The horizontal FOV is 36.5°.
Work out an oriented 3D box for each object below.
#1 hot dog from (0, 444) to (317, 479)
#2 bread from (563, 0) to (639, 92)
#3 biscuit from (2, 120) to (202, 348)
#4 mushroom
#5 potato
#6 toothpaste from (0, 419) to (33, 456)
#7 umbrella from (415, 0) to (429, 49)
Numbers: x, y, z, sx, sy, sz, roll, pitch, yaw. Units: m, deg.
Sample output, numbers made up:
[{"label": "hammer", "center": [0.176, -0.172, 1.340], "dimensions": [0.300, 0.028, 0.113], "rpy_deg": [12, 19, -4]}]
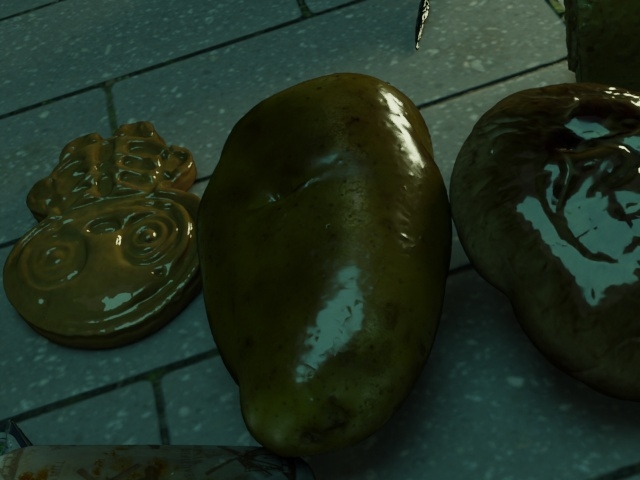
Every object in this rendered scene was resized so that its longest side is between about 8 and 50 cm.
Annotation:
[{"label": "hot dog", "center": [-0.114, 0.187, 0.656], "dimensions": [0.253, 0.069, 0.131], "rpy_deg": [0, 28, -7]}, {"label": "bread", "center": [0.321, -0.221, 0.910], "dimensions": [0.196, 0.138, 0.102], "rpy_deg": [-17, 41, 1]}, {"label": "biscuit", "center": [-0.200, -0.018, 0.931], "dimensions": [0.202, 0.044, 0.288], "rpy_deg": [-11, 47, 6]}, {"label": "mushroom", "center": [0.226, -0.012, 0.724], "dimensions": [0.278, 0.146, 0.278], "rpy_deg": [5, 54, -7]}, {"label": "potato", "center": [0.000, 0.000, 0.768], "dimensions": [0.195, 0.176, 0.369], "rpy_deg": [6, 45, -8]}, {"label": "toothpaste", "center": [-0.199, 0.211, 0.711], "dimensions": [0.047, 0.040, 0.196], "rpy_deg": [-37, 49, -17]}, {"label": "umbrella", "center": [0.115, -0.266, 1.091], "dimensions": [0.022, 0.022, 0.149], "rpy_deg": [-30, 31, 43]}]
